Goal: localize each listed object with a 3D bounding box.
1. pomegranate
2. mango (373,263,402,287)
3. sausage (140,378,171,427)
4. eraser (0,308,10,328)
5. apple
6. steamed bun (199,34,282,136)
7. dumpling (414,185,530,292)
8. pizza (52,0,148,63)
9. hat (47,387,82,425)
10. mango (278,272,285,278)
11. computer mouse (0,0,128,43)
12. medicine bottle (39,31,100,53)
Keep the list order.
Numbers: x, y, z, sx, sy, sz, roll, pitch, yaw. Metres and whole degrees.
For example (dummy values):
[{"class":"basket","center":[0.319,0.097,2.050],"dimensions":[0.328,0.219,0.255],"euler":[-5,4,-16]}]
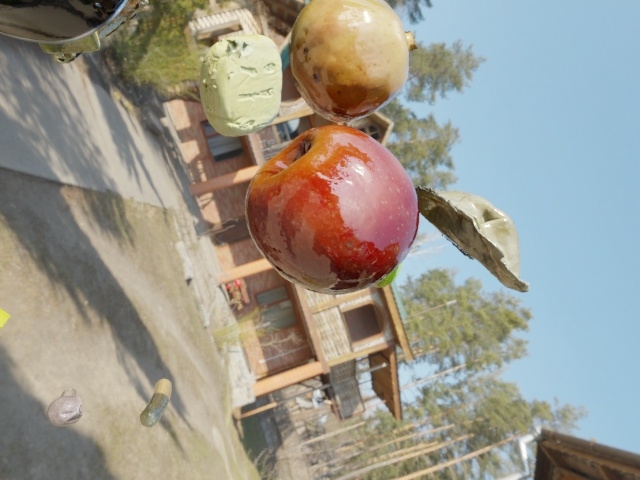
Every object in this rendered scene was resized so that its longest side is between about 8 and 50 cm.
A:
[{"class":"pomegranate","center":[0.044,-0.274,0.677],"dimensions":[0.191,0.192,0.191],"euler":[163,-90,-82]},{"class":"mango","center":[0.141,-0.004,1.078],"dimensions":[0.111,0.126,0.232],"euler":[15,-79,50]},{"class":"sausage","center":[-0.523,0.520,1.454],"dimensions":[0.301,0.066,0.065],"euler":[-165,-122,-80]},{"class":"eraser","center":[-0.655,0.137,0.819],"dimensions":[0.122,0.097,0.045],"euler":[52,4,-27]},{"class":"apple","center":[0.017,-0.038,0.605],"dimensions":[0.201,0.218,0.218],"euler":[52,0,-24]},{"class":"steamed bun","center":[-0.229,-0.431,1.234],"dimensions":[0.166,0.232,0.272],"euler":[34,-43,29]},{"class":"dumpling","center":[0.273,-0.049,0.860],"dimensions":[0.332,0.086,0.166],"euler":[45,-12,42]},{"class":"pizza","center":[-0.684,-0.779,1.527],"dimensions":[0.080,0.435,0.391],"euler":[51,16,-29]},{"class":"hat","center":[-0.413,0.268,0.717],"dimensions":[0.087,0.042,0.058],"euler":[-3,-101,42]},{"class":"mango","center":[0.000,-0.004,0.864],"dimensions":[0.120,0.221,0.151],"euler":[34,-46,28]},{"class":"computer mouse","center":[-0.349,-0.317,0.581],"dimensions":[0.096,0.234,0.137],"euler":[91,1,-65]},{"class":"medicine bottle","center":[-0.575,-0.497,1.000],"dimensions":[0.188,0.132,0.088],"euler":[169,-89,-73]}]
